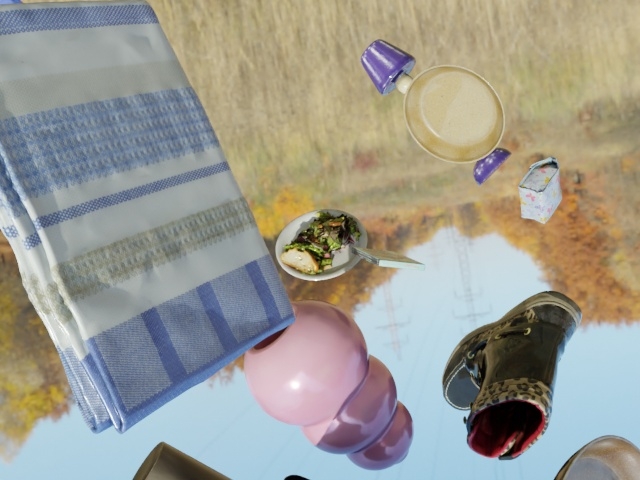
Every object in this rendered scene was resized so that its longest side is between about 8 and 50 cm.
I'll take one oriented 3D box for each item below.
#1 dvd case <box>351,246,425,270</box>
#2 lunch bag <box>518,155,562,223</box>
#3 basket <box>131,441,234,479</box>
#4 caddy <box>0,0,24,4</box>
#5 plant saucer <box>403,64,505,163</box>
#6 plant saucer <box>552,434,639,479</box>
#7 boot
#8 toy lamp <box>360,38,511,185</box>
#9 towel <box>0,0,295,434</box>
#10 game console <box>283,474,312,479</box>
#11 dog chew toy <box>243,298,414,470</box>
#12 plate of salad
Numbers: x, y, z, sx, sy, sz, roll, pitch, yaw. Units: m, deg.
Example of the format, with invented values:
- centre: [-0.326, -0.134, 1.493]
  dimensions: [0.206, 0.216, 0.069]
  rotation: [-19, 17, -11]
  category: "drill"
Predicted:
- centre: [0.114, 0.031, 1.371]
  dimensions: [0.087, 0.013, 0.119]
  rotation: [7, -171, -21]
  category: "dvd case"
- centre: [0.348, -0.081, 1.260]
  dimensions: [0.053, 0.071, 0.083]
  rotation: [22, -122, 36]
  category: "lunch bag"
- centre: [-0.233, 0.484, 1.479]
  dimensions: [0.154, 0.227, 0.204]
  rotation: [-58, -169, -19]
  category: "basket"
- centre: [-0.408, -0.198, 1.094]
  dimensions: [0.179, 0.241, 0.341]
  rotation: [-44, 180, -2]
  category: "caddy"
- centre: [0.106, -0.100, 0.628]
  dimensions: [0.083, 0.083, 0.015]
  rotation: [-8, -153, 37]
  category: "plant saucer"
- centre: [0.357, 0.405, 1.019]
  dimensions: [0.310, 0.311, 0.050]
  rotation: [-13, -179, -44]
  category: "plant saucer"
- centre: [0.331, 0.286, 1.523]
  dimensions: [0.377, 0.138, 0.284]
  rotation: [-46, -172, 42]
  category: "boot"
- centre: [0.173, -0.204, 1.245]
  dimensions: [0.080, 0.275, 0.080]
  rotation: [-43, 174, -6]
  category: "toy lamp"
- centre: [-0.137, -0.034, 0.556]
  dimensions: [0.034, 0.285, 0.209]
  rotation: [-24, -177, 37]
  category: "towel"
- centre: [0.078, 0.431, 1.134]
  dimensions: [0.293, 0.173, 0.250]
  rotation: [22, 149, -2]
  category: "game console"
- centre: [0.031, 0.252, 1.319]
  dimensions: [0.206, 0.332, 0.206]
  rotation: [-37, -160, 16]
  category: "dog chew toy"
- centre: [0.000, 0.000, 1.711]
  dimensions: [0.200, 0.048, 0.200]
  rotation: [-7, -132, 8]
  category: "plate of salad"
